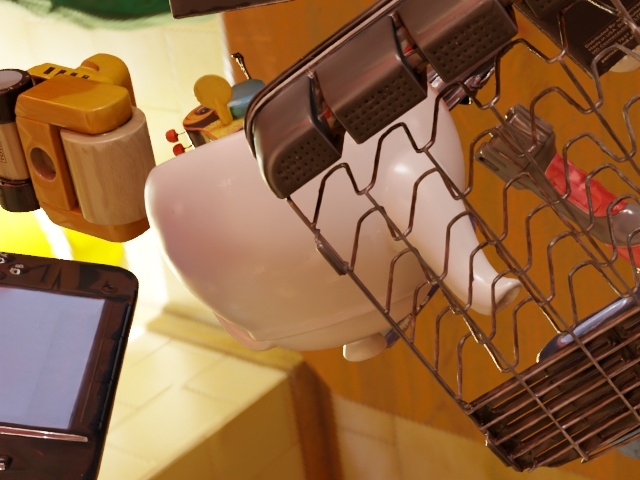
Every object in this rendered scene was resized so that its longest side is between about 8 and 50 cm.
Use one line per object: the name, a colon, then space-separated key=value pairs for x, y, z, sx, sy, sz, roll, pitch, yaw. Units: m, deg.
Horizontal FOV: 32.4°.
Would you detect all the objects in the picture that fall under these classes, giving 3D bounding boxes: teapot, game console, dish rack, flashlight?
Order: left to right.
game console: x=-0.248 y=0.014 z=0.702 sx=0.250 sy=0.293 sz=0.173 roll=7 pitch=116 yaw=-6
teapot: x=0.000 y=0.000 z=0.819 sx=0.252 sy=0.256 sz=0.187 roll=-19 pitch=95 yaw=7
dish rack: x=0.113 y=-0.011 z=0.567 sx=0.208 sy=0.074 sz=0.271 roll=-34 pitch=112 yaw=17
flashlight: x=0.354 y=-0.062 z=1.420 sx=0.304 sy=0.103 sz=0.103 roll=37 pitch=167 yaw=-2

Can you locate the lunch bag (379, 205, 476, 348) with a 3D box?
lunch bag: x=0.040 y=-0.011 z=1.013 sx=0.176 sy=0.090 sz=0.219 roll=-53 pitch=31 yaw=11

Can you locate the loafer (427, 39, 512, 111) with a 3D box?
loafer: x=0.197 y=-0.236 z=1.755 sx=0.095 sy=0.302 sz=0.109 roll=59 pitch=159 yaw=-11

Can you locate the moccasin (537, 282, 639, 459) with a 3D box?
moccasin: x=0.294 y=0.016 z=0.817 sx=0.116 sy=0.342 sz=0.138 roll=33 pitch=139 yaw=33

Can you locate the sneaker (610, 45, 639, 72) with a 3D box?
sneaker: x=0.403 y=-0.362 z=1.330 sx=0.126 sy=0.127 sz=0.321 roll=7 pitch=97 yaw=55

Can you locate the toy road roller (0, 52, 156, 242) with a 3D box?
toy road roller: x=-0.327 y=-0.159 z=1.586 sx=0.329 sy=0.240 sz=0.203 roll=18 pitch=130 yaw=34

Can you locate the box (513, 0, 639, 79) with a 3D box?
box: x=0.210 y=-0.368 z=1.089 sx=0.182 sy=0.294 sz=0.296 roll=-41 pitch=44 yaw=25

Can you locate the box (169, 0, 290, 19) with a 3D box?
box: x=-0.125 y=-0.517 z=1.529 sx=0.178 sy=0.312 sz=0.343 roll=-8 pitch=112 yaw=10

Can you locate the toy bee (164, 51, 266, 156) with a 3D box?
toy bee: x=-0.130 y=-0.147 z=1.567 sx=0.195 sy=0.162 sz=0.298 roll=62 pitch=175 yaw=-14
